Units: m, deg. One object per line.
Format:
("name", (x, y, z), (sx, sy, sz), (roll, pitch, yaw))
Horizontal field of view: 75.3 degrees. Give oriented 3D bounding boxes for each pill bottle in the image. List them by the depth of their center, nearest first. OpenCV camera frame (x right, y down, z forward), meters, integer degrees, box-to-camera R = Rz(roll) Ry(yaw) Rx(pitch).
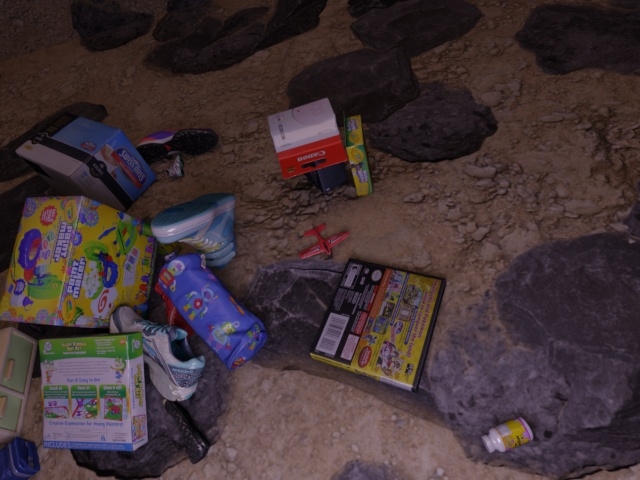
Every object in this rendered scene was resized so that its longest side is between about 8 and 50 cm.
("pill bottle", (0.344, 0.362, 0.767), (0.083, 0.043, 0.043), (-22, 51, -1))

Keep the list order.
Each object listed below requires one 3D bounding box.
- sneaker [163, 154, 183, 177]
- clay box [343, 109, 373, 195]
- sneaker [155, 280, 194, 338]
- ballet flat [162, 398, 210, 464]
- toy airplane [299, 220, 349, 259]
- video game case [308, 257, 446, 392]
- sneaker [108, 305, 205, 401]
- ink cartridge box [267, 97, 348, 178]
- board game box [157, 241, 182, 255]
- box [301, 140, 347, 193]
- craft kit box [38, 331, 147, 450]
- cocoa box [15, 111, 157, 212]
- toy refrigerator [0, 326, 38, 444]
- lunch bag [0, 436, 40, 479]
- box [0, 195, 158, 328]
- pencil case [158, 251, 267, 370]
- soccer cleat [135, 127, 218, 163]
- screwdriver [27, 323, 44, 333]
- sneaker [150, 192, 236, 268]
("sneaker", (-0.528, -0.262, 1.483), (0.069, 0.038, 0.098), (-16, 51, 3))
("clay box", (0.107, -0.249, 1.177), (0.053, 0.222, 0.127), (-8, 53, 9))
("sneaker", (-0.388, 0.170, 1.115), (0.128, 0.087, 0.221), (-15, 54, 32))
("ballet flat", (-0.305, 0.408, 0.908), (0.049, 0.057, 0.173), (-45, 55, -12))
("toy airplane", (0.000, 0.000, 1.145), (0.151, 0.028, 0.151), (-7, 52, 9))
("video game case", (0.137, 0.182, 0.967), (0.248, 0.035, 0.274), (11, 57, 23))
("sneaker", (-0.376, 0.236, 0.982), (0.283, 0.110, 0.122), (39, 103, 14))
("ink cartridge box", (-0.040, -0.291, 1.158), (0.189, 0.066, 0.232), (-16, 47, 2))
("board game box", (-0.519, -0.007, 1.256), (0.181, 0.092, 0.043), (13, 58, 24))
("box", (-0.008, -0.254, 1.255), (0.093, 0.156, 0.158), (-34, 53, -11))
("craft kit box", (-0.516, 0.337, 0.937), (0.250, 0.061, 0.246), (-6, 89, 16))
("cocoa box", (-0.803, -0.263, 1.438), (0.347, 0.231, 0.228), (21, 62, 28))
("toy refrigerator", (-0.810, 0.366, 1.054), (0.094, 0.102, 0.269), (-19, 51, 1))
("lunch bag", (-0.685, 0.497, 0.942), (0.065, 0.067, 0.098), (-37, 52, -13))
("box", (-0.582, 0.069, 1.044), (0.177, 0.279, 0.289), (1, 76, 16))
("pencil case", (-0.256, 0.156, 0.988), (0.306, 0.119, 0.133), (45, 97, 16))
("soccer cleat", (-0.525, -0.372, 1.527), (0.318, 0.108, 0.116), (-10, 48, 11))
("screwdriver", (-0.864, 0.243, 1.217), (0.170, 0.024, 0.025), (8, 85, 28))
("sneaker", (-0.310, 0.001, 1.093), (0.127, 0.208, 0.319), (5, 19, 18))
